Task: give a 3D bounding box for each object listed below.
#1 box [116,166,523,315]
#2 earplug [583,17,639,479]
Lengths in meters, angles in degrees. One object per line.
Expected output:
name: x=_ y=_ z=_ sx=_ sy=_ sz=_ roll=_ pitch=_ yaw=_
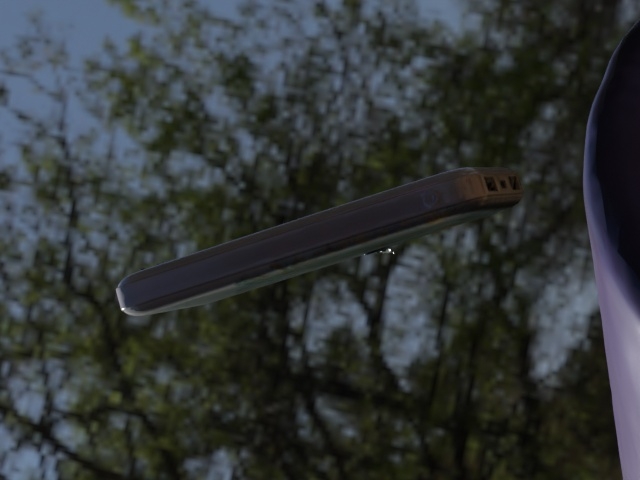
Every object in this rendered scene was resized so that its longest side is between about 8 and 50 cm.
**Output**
box: x=0.000 y=0.000 z=1.217 sx=0.142 sy=0.285 sz=0.044 roll=-3 pitch=-104 yaw=-69
earplug: x=0.197 y=0.134 z=0.508 sx=0.456 sy=0.215 sz=0.215 roll=78 pitch=-152 yaw=-43
